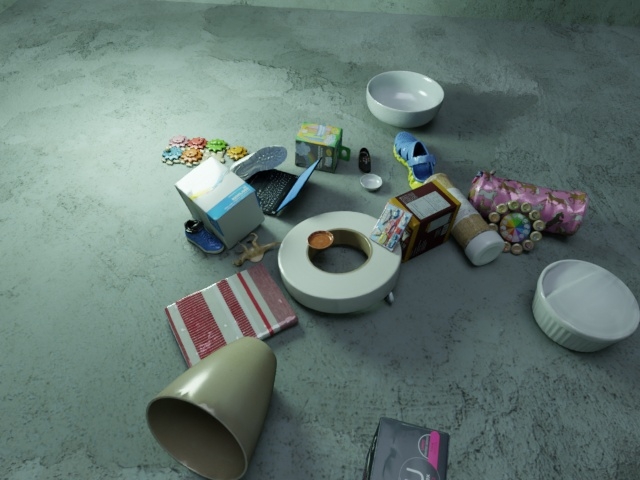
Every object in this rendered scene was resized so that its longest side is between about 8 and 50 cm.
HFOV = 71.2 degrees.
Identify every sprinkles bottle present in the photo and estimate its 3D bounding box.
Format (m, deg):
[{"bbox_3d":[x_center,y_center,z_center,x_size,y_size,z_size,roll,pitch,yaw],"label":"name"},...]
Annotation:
[{"bbox_3d":[0.480,-0.081,1.540,0.121,0.121,0.356,-15,51,-15],"label":"sprinkles bottle"}]

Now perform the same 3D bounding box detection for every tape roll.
[{"bbox_3d":[0.062,0.055,1.404,0.391,0.072,0.392,-4,43,4],"label":"tape roll"}]

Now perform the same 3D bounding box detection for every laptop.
[{"bbox_3d":[-0.159,-0.219,1.626,0.264,0.137,0.234,18,50,13],"label":"laptop"}]

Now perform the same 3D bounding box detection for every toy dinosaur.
[{"bbox_3d":[-0.214,0.026,1.477,0.183,0.053,0.093,-27,69,-14],"label":"toy dinosaur"}]

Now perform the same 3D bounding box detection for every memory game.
[{"bbox_3d":[0.656,-0.045,1.507,0.186,0.012,0.187,0,92,11],"label":"memory game"}]

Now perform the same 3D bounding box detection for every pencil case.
[{"bbox_3d":[0.723,-0.134,1.576,0.385,0.167,0.160,16,17,11],"label":"pencil case"}]

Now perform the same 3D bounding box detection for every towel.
[{"bbox_3d":[-0.261,0.219,1.307,0.328,0.037,0.237,-24,56,-20],"label":"towel"}]

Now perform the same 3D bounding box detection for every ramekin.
[{"bbox_3d":[0.754,0.197,1.303,0.272,0.127,0.273,1,49,-1],"label":"ramekin"}]

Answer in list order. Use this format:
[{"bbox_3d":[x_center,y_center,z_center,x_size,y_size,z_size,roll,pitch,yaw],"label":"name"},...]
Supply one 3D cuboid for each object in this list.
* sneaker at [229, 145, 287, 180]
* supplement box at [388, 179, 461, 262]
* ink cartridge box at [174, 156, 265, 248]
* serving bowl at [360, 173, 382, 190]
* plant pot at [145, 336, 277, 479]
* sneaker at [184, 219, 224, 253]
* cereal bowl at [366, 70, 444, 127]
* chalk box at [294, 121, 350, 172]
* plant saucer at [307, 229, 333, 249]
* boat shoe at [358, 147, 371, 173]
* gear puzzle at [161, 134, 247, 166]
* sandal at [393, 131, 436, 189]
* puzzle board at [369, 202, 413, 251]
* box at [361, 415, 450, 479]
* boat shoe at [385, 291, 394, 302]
[{"bbox_3d":[-0.240,-0.306,1.707,0.234,0.090,0.095,-22,23,-1],"label":"sneaker"},{"bbox_3d":[0.324,-0.062,1.470,0.194,0.191,0.129,-24,55,-22],"label":"supplement box"},{"bbox_3d":[-0.335,-0.128,1.500,0.232,0.171,0.168,38,68,26],"label":"ink cartridge box"},{"bbox_3d":[0.193,-0.218,1.711,0.083,0.027,0.084,1,49,-1],"label":"serving bowl"},{"bbox_3d":[-0.221,0.365,1.065,0.256,0.257,0.274,18,34,13],"label":"plant pot"},{"bbox_3d":[-0.388,-0.017,1.474,0.152,0.085,0.058,27,53,20],"label":"sneaker"},{"bbox_3d":[0.367,-0.607,1.985,0.338,0.141,0.339,1,49,-1],"label":"cereal bowl"},{"bbox_3d":[0.017,-0.364,1.765,0.212,0.133,0.132,12,49,7],"label":"chalk box"},{"bbox_3d":[0.000,0.000,1.407,0.083,0.013,0.084,-4,43,4],"label":"plant saucer"},{"bbox_3d":[0.177,-0.320,1.793,0.048,0.042,0.133,0,50,-5],"label":"boat shoe"},{"bbox_3d":[-0.463,-0.364,1.802,0.338,0.044,0.176,6,49,3],"label":"gear puzzle"},{"bbox_3d":[0.379,-0.338,1.754,0.126,0.138,0.318,-11,48,-9],"label":"sandal"},{"bbox_3d":[0.213,-0.043,1.369,0.096,0.011,0.128,32,96,36],"label":"puzzle board"},{"bbox_3d":[0.162,0.501,0.916,0.143,0.271,0.165,12,50,9],"label":"box"},{"bbox_3d":[0.181,0.141,1.386,0.040,0.049,0.142,-21,47,-10],"label":"boat shoe"}]
